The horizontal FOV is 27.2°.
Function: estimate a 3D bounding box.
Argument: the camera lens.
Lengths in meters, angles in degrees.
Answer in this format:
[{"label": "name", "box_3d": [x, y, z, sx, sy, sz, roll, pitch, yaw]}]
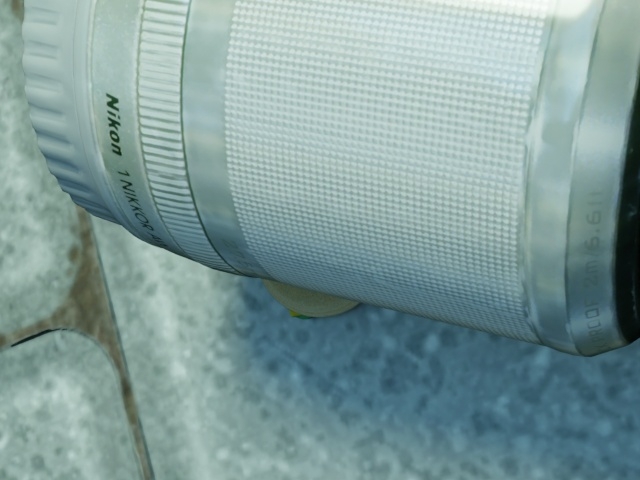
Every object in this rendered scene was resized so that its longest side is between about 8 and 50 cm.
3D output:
[{"label": "camera lens", "box_3d": [0.040, -0.079, 0.579, 0.274, 0.219, 0.220, 13, 89, 23]}]

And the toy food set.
[{"label": "toy food set", "box_3d": [0.000, 0.000, 0.705, 0.082, 0.020, 0.083, -20, 76, 23]}]
